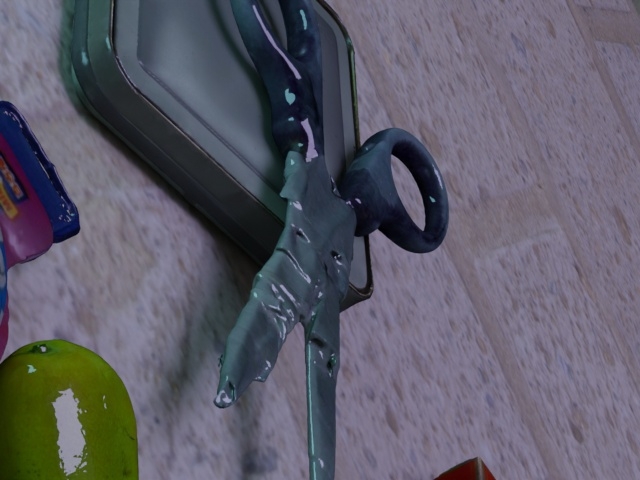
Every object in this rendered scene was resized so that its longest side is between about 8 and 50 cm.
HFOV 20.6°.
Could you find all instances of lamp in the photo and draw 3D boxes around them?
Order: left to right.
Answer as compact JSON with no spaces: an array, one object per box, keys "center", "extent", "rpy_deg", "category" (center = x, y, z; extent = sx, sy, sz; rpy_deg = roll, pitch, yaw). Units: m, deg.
[{"center":[-0.058,-0.117,1.117],"extent":[0.266,0.047,0.269],"rpy_deg":[45,30,-40],"category":"lamp"}]

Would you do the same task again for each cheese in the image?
[{"center":[-0.168,-0.012,0.749],"extent":[0.155,0.062,0.244],"rpy_deg":[61,22,-2],"category":"cheese"}]

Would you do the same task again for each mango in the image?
[{"center":[-0.111,0.096,0.765],"extent":[0.073,0.056,0.108],"rpy_deg":[-13,81,-61],"category":"mango"}]

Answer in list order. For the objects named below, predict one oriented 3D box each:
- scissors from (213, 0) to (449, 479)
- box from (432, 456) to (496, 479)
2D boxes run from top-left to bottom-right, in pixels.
[{"center":[0.000,0.000,1.035],"extent":[0.256,0.029,0.383],"rpy_deg":[51,28,-31],"category":"scissors"},{"center":[0.128,0.238,1.124],"extent":[0.175,0.048,0.112],"rpy_deg":[57,14,-17],"category":"box"}]
